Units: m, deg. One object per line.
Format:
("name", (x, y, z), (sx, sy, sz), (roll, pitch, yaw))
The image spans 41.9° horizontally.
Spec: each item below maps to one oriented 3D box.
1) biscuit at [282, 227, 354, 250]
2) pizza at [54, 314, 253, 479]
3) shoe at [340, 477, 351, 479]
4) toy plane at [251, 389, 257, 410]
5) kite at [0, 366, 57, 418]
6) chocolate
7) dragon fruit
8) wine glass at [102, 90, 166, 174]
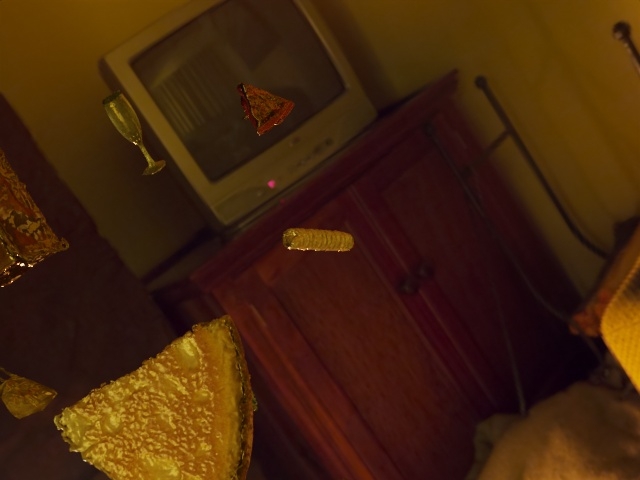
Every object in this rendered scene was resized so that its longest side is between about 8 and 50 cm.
("biscuit", (0.000, 0.000, 2.121), (0.219, 0.061, 0.055), (3, -61, -40))
("pizza", (-0.288, 0.420, 1.778), (0.435, 0.392, 0.080), (-33, -8, -1))
("shoe", (0.038, 0.638, 1.922), (0.336, 0.132, 0.171), (6, -74, -67))
("toy plane", (-0.187, 0.435, 2.225), (0.080, 0.033, 0.083), (-37, 38, 42))
("kite", (-0.791, 0.360, 2.110), (0.141, 0.245, 0.015), (-31, -33, -62))
("chocolate", (-0.481, -0.074, 1.114), (0.112, 0.321, 0.112), (-39, -8, 21))
("dragon fruit", (-0.148, -0.286, 1.809), (0.092, 0.122, 0.192), (-68, 25, 8))
("wine glass", (-0.432, -0.247, 1.931), (0.066, 0.198, 0.066), (-20, 30, 12))
